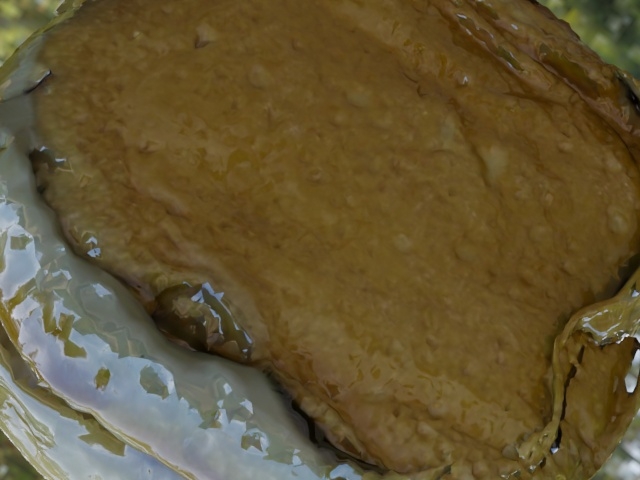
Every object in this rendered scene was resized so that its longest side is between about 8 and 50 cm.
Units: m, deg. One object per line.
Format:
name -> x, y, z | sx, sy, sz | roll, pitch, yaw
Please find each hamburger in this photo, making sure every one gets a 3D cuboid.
hamburger -> 0.000, 0.000, 0.774 | 0.318, 0.158, 0.319 | 8, -128, -11
